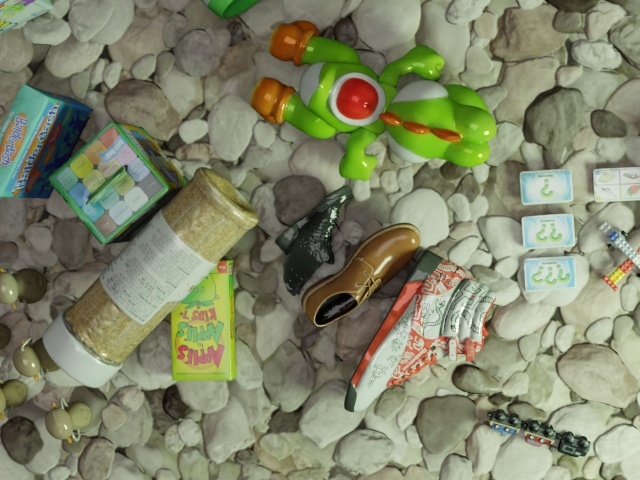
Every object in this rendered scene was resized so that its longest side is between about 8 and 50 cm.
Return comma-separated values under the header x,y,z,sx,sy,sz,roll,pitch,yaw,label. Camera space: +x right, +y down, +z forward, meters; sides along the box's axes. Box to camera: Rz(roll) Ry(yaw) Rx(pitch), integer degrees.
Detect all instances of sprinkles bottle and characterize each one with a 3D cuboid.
x,y,z,sx,sy,sz,roll,pitch,yaw,label
-0.251,0.055,1.883,0.121,0.121,0.355,45,100,5,sprinkles bottle

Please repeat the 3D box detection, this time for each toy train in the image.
x,y,z,sx,sy,sz,roll,pitch,yaw,label
0.321,0.288,1.905,0.158,0.027,0.036,18,104,6,toy train

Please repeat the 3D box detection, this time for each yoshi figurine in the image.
x,y,z,sx,sy,sz,roll,pitch,yaw,label
0.097,-0.195,1.880,0.362,0.204,0.203,22,53,20,yoshi figurine

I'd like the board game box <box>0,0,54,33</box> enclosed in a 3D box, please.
x,y,z,sx,sy,sz,roll,pitch,yaw,label
-0.538,-0.459,1.945,0.142,0.144,0.275,-23,89,7,board game box

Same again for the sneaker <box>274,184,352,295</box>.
x,y,z,sx,sy,sz,roll,pitch,yaw,label
0.000,0.000,1.931,0.170,0.051,0.089,-39,86,11,sneaker

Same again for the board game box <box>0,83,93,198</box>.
x,y,z,sx,sy,sz,roll,pitch,yaw,label
-0.421,-0.142,1.901,0.047,0.210,0.160,28,95,6,board game box

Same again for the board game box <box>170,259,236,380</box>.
x,y,z,sx,sy,sz,roll,pitch,yaw,label
-0.179,0.121,1.958,0.092,0.043,0.181,-1,91,7,board game box

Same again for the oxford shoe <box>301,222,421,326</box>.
x,y,z,sx,sy,sz,roll,pitch,yaw,label
0.068,0.058,1.899,0.212,0.076,0.076,-41,112,8,oxford shoe

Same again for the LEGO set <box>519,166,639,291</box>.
x,y,z,sx,sy,sz,roll,pitch,yaw,label
0.417,-0.016,1.873,0.244,0.060,0.183,-3,94,7,LEGO set

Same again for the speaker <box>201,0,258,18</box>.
x,y,z,sx,sy,sz,roll,pitch,yaw,label
-0.189,-0.480,1.907,0.131,0.131,0.296,-35,87,7,speaker

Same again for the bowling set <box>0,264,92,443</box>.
x,y,z,sx,sy,sz,roll,pitch,yaw,label
-0.484,0.197,1.943,0.199,0.154,0.287,-23,88,7,bowling set

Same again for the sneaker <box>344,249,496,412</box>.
x,y,z,sx,sy,sz,roll,pitch,yaw,label
0.152,0.163,1.892,0.145,0.090,0.270,29,92,8,sneaker

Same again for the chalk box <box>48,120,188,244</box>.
x,y,z,sx,sy,sz,roll,pitch,yaw,label
-0.298,-0.084,1.884,0.132,0.213,0.132,-40,86,6,chalk box
